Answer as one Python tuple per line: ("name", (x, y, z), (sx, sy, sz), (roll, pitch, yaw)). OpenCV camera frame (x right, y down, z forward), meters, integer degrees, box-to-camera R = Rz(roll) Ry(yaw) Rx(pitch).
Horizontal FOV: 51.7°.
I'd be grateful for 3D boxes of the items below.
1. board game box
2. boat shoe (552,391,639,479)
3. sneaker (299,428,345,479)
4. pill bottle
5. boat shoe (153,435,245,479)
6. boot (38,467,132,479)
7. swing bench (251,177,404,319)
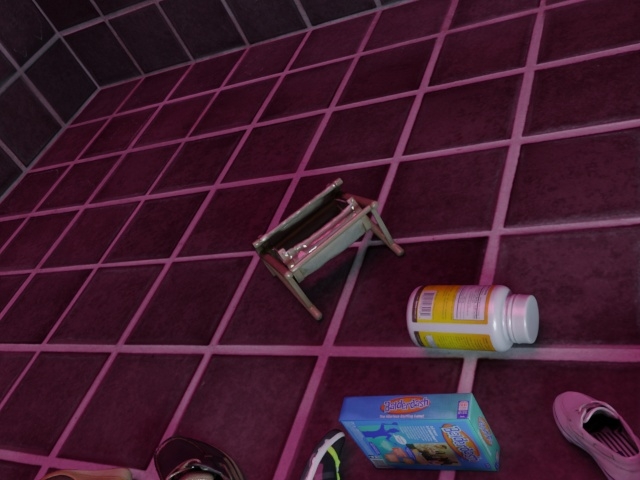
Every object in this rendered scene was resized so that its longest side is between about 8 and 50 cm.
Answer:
("board game box", (0.157, 0.304, 1.038), (0.210, 0.160, 0.047), (-8, 42, 27))
("boat shoe", (0.401, 0.264, 0.937), (0.083, 0.075, 0.226), (-19, 19, -5))
("sneaker", (0.004, 0.430, 1.093), (0.097, 0.084, 0.234), (24, 54, 11))
("pill bottle", (0.272, 0.138, 1.183), (0.215, 0.117, 0.117), (-2, 45, 33))
("boat shoe", (-0.202, 0.435, 1.163), (0.132, 0.130, 0.355), (-46, 39, -19))
("boot", (-0.485, 0.548, 1.267), (0.249, 0.090, 0.206), (-15, 37, 15))
("swing bench", (0.000, 0.000, 1.495), (0.253, 0.165, 0.255), (-39, 37, -9))
